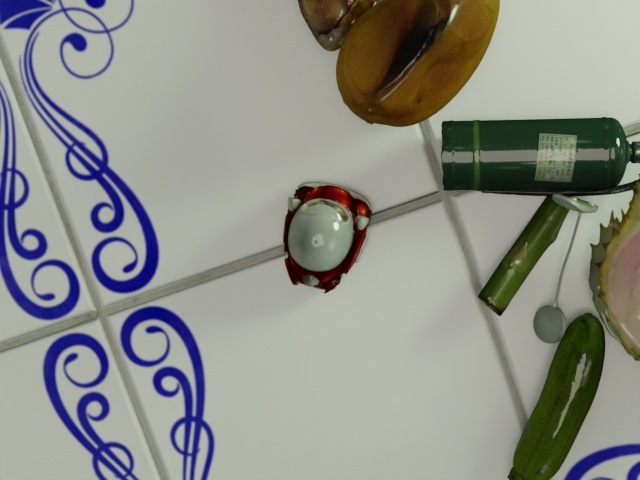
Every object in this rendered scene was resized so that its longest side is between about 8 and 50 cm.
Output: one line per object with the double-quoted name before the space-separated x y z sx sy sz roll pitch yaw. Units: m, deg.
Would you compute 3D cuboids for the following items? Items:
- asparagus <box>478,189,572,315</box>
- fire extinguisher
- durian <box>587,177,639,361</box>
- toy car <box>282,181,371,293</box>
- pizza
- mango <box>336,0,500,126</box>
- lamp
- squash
"asparagus" 0.264 0.013 1.524 0.045 0.041 0.178 37 87 -32
"fire extinguisher" 0.298 -0.107 1.476 0.294 0.093 0.118 0 113 7
"durian" 0.436 0.072 1.458 0.305 0.185 0.195 48 119 7
"toy car" 0.000 0.000 1.519 0.112 0.112 0.139 15 99 5
"pizza" 0.034 -0.387 1.473 0.161 0.085 0.306 10 98 28
"mango" 0.125 -0.239 1.446 0.236 0.166 0.136 -47 60 9
"lamp" 0.298 0.037 1.502 0.050 0.056 0.198 29 112 48
"squash" 0.309 0.217 1.531 0.069 0.069 0.258 20 100 4
